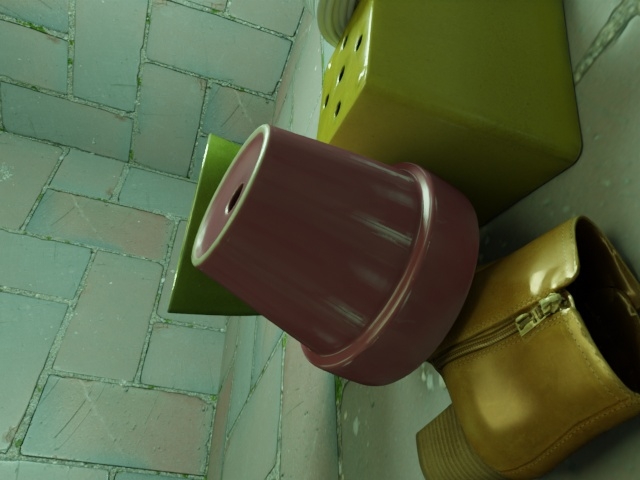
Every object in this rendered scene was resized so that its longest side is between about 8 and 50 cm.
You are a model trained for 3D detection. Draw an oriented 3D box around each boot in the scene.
[{"bbox_3d":[0.144,0.047,0.445,0.211,0.104,0.295,-56,27,37],"label":"boot"}]

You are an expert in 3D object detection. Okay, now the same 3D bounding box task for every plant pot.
[{"bbox_3d":[-0.062,0.005,0.825,0.275,0.293,0.275,-167,90,-76],"label":"plant pot"},{"bbox_3d":[0.106,-0.145,0.546,0.212,0.187,0.212,130,151,-60],"label":"plant pot"},{"bbox_3d":[0.000,0.000,0.451,0.201,0.180,0.201,-49,24,31],"label":"plant pot"}]

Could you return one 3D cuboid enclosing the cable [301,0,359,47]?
[{"bbox_3d":[0.103,-0.299,0.566,0.257,0.257,0.089,-29,73,36],"label":"cable"}]
